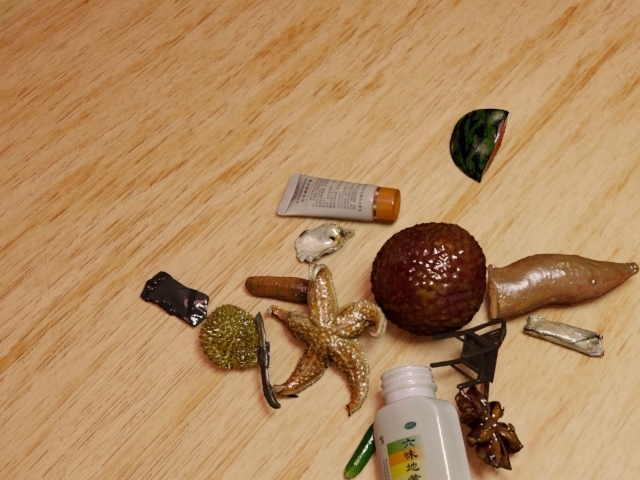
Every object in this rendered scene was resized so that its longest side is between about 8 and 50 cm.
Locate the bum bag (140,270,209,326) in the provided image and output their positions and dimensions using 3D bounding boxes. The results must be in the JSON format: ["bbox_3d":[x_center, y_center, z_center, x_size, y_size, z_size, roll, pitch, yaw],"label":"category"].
[{"bbox_3d":[-0.359,0.139,1.462,0.198,0.049,0.087,25,70,20],"label":"bum bag"}]

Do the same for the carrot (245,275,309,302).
[{"bbox_3d":[-0.095,0.113,1.435,0.186,0.060,0.060,7,60,17],"label":"carrot"}]

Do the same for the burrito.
[{"bbox_3d":[0.533,0.206,1.297,0.171,0.042,0.051,15,59,20],"label":"burrito"}]

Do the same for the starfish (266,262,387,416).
[{"bbox_3d":[-0.004,0.218,1.317,0.312,0.113,0.303,31,94,24],"label":"starfish"}]

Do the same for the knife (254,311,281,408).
[{"bbox_3d":[-0.121,0.264,1.305,0.045,0.021,0.222,-35,57,36],"label":"knife"}]

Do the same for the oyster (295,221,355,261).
[{"bbox_3d":[0.000,0.000,1.496,0.122,0.045,0.146,30,75,20],"label":"oyster"}]

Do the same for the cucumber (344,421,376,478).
[{"bbox_3d":[0.098,0.426,1.228,0.037,0.037,0.155,27,67,22],"label":"cucumber"}]

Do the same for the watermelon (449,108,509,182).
[{"bbox_3d":[0.403,-0.269,1.566,0.145,0.137,0.193,28,109,21],"label":"watermelon"}]

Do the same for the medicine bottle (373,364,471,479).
[{"bbox_3d":[0.191,0.412,1.147,0.124,0.179,0.324,20,51,-32],"label":"medicine bottle"}]

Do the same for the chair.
[{"bbox_3d":[0.340,0.229,1.225,0.212,0.084,0.101,-6,21,-29],"label":"chair"}]

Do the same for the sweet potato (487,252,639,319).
[{"bbox_3d":[0.531,0.084,1.324,0.337,0.131,0.131,-13,58,1],"label":"sweet potato"}]

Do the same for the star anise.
[{"bbox_3d":[0.342,0.360,1.188,0.234,0.073,0.177,-16,73,-53],"label":"star anise"}]

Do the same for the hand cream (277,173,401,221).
[{"bbox_3d":[0.045,-0.103,1.530,0.314,0.089,0.139,11,60,19],"label":"hand cream"}]

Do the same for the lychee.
[{"bbox_3d":[0.236,0.084,1.290,0.261,0.260,0.260,-4,59,6],"label":"lychee"}]

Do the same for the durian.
[{"bbox_3d":[-0.195,0.228,1.357,0.208,0.102,0.146,39,66,23],"label":"durian"}]
